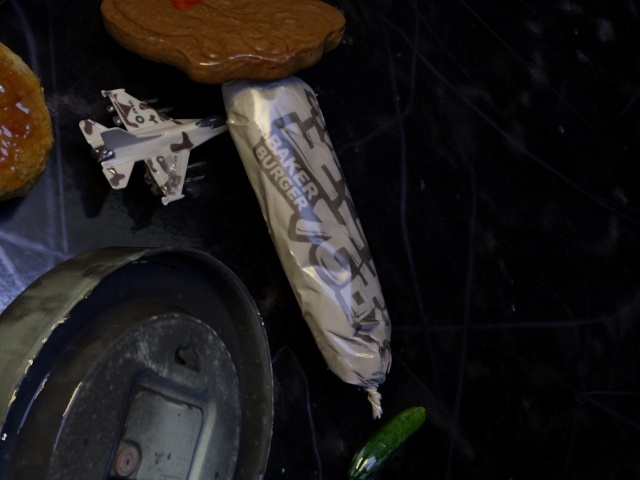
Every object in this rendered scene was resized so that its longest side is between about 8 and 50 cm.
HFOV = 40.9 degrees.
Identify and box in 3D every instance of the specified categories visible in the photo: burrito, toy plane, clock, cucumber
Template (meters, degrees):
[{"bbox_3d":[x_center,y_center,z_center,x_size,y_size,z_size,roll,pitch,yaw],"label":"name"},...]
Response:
[{"bbox_3d":[0.000,0.000,1.045,0.139,0.101,0.445,-19,89,-62],"label":"burrito"},{"bbox_3d":[-0.182,-0.117,1.017,0.234,0.082,0.160,-16,71,-50],"label":"toy plane"},{"bbox_3d":[-0.173,0.192,0.778,0.386,0.076,0.386,-19,112,-60],"label":"clock"},{"bbox_3d":[0.081,0.249,1.063,0.168,0.039,0.039,-33,92,-38],"label":"cucumber"}]

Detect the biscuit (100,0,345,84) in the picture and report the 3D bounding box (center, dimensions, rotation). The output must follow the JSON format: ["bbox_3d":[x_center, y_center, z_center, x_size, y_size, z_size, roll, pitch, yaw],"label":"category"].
[{"bbox_3d":[-0.117,-0.274,1.045,0.257,0.049,0.273,34,44,25],"label":"biscuit"}]

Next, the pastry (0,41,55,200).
[{"bbox_3d":[-0.371,-0.123,0.873,0.192,0.093,0.182,-16,87,-36],"label":"pastry"}]

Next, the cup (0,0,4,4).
[{"bbox_3d":[-0.449,-0.338,0.865,0.288,0.208,0.273,-43,99,3],"label":"cup"}]
